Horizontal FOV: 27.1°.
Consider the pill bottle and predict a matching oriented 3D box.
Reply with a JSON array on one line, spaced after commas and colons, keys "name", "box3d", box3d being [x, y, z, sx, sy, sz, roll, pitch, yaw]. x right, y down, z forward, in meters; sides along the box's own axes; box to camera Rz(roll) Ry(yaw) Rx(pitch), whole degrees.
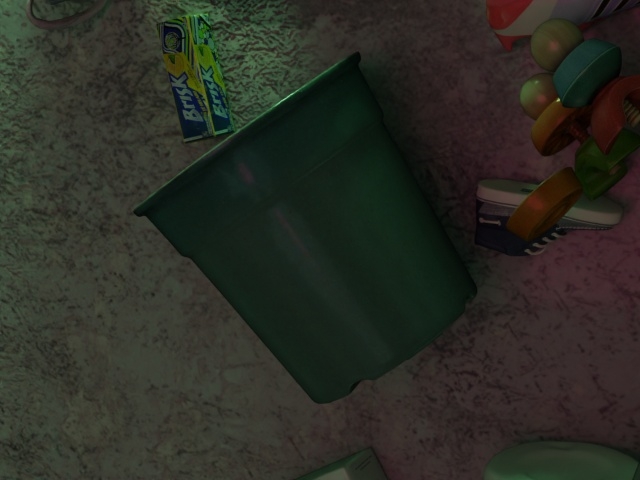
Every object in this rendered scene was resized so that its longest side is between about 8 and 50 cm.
[{"name": "pill bottle", "box3d": [0.303, 0.452, 1.664, 0.204, 0.204, 0.361, 5, 104, 24]}]

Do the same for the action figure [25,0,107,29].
[{"name": "action figure", "box3d": [-0.337, -0.517, 1.796, 0.370, 0.248, 0.275, 67, 161, 12]}]

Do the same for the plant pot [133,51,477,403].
[{"name": "plant pot", "box3d": [0.000, 0.000, 1.654, 0.341, 0.341, 0.334, -32, 95, 27]}]

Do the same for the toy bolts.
[{"name": "toy bolts", "box3d": [0.267, -0.138, 1.510, 0.158, 0.218, 0.228, 48, 155, 17]}]

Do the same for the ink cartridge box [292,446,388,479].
[{"name": "ink cartridge box", "box3d": [0.042, 0.418, 1.841, 0.154, 0.093, 0.212, -29, 87, 28]}]

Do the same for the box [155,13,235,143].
[{"name": "box", "box3d": [-0.170, -0.221, 1.814, 0.054, 0.059, 0.168, -10, 97, 29]}]

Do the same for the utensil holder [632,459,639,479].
[{"name": "utensil holder", "box3d": [0.555, 0.262, 1.416, 0.386, 0.327, 0.327, 24, 111, 13]}]

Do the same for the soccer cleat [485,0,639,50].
[{"name": "soccer cleat", "box3d": [0.318, -0.288, 1.572, 0.248, 0.083, 0.095, -7, 128, 21]}]

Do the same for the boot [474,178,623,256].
[{"name": "boot", "box3d": [0.282, -0.019, 1.652, 0.190, 0.069, 0.086, 14, 114, 30]}]
